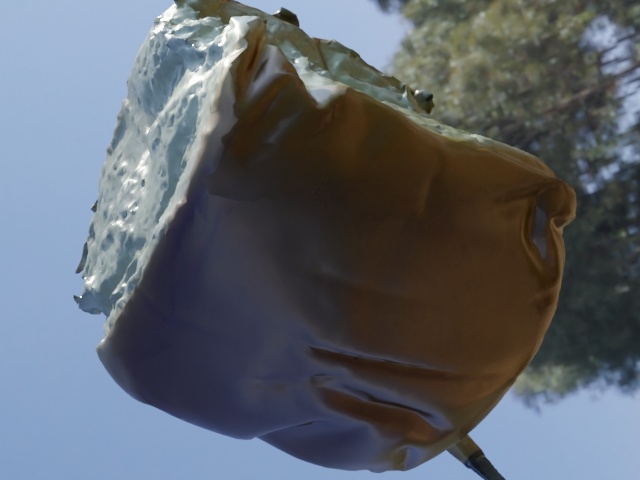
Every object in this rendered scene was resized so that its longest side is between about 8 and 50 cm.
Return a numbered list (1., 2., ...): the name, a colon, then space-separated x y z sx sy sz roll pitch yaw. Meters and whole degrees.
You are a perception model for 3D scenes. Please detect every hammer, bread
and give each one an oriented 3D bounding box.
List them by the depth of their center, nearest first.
1. bread: 0.000 0.000 0.771 0.279 0.250 0.225 18 -157 -16
2. hammer: 0.117 0.175 0.994 0.201 0.078 0.021 42 153 35

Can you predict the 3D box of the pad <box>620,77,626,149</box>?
1. pad: 0.482 -0.244 1.454 0.063 0.314 0.376 -116 7 -70
